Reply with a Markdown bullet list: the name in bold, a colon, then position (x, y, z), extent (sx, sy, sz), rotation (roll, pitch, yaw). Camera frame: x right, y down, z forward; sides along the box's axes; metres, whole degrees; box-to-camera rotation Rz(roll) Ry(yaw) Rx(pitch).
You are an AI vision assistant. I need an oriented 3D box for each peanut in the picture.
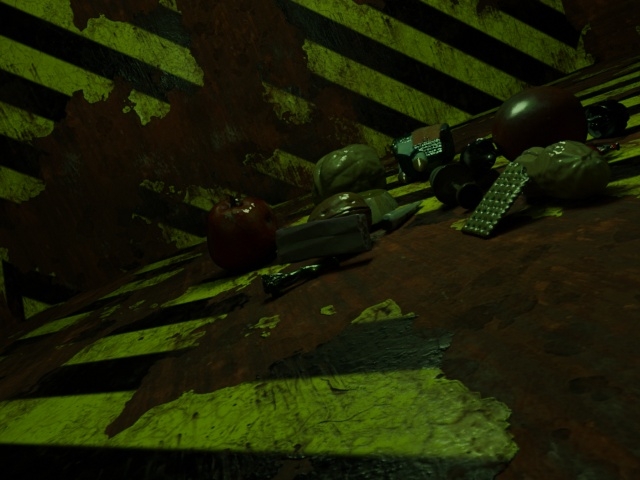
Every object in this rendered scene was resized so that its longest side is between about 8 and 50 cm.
- **peanut**: position (0.524, -0.154, 1.254), extent (0.130, 0.130, 0.290), rotation (-25, 9, -10)

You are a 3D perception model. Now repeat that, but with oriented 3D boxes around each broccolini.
- **broccolini**: position (-0.048, 0.093, 1.476), extent (0.216, 0.067, 0.058), rotation (-16, 13, -9)

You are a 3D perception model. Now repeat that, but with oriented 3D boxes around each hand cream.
- **hand cream**: position (0.243, -0.080, 1.701), extent (0.080, 0.050, 0.234), rotation (-23, 5, 36)

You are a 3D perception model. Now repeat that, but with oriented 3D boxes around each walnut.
- **walnut**: position (0.104, -0.214, 2.054), extent (0.276, 0.254, 0.282), rotation (-27, 10, -32)
- **walnut**: position (0.055, -0.045, 1.595), extent (0.207, 0.167, 0.167), rotation (-32, 7, 23)

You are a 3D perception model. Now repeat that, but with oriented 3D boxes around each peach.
- **peach**: position (0.600, -0.309, 1.550), extent (0.252, 0.253, 0.252), rotation (-23, 11, 5)

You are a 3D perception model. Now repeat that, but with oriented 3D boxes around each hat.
- **hat**: position (0.501, -0.175, 1.643), extent (0.058, 0.042, 0.087), rotation (-21, -24, -18)

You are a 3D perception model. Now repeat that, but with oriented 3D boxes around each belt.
- **belt**: position (0.822, -0.349, 1.616), extent (0.058, 0.105, 0.140), rotation (-26, 1, -10)

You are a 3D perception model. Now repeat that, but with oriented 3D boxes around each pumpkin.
- **pumpkin**: position (0.142, -0.104, 1.808), extent (0.217, 0.110, 0.217), rotation (-25, 4, 2)

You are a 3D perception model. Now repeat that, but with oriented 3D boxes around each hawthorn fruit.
- **hawthorn fruit**: position (-0.279, -0.034, 1.972), extent (0.275, 0.300, 0.275), rotation (-8, 33, 6)

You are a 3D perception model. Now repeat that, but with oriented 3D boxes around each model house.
- **model house**: position (0.410, -0.324, 2.259), extent (0.252, 0.185, 0.291), rotation (-12, 28, 22)

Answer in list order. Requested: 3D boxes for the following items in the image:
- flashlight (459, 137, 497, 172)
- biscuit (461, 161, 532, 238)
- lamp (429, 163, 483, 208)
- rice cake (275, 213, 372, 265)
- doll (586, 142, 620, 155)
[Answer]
- **flashlight**: position (0.490, -0.258, 1.765), extent (0.103, 0.103, 0.424), rotation (-21, 1, 13)
- **biscuit**: position (0.402, -0.093, 1.257), extent (0.203, 0.016, 0.144), rotation (-53, 13, 1)
- **lamp**: position (0.378, -0.153, 1.571), extent (0.121, 0.121, 0.215), rotation (-23, 20, 1)
- **rice cake**: position (0.001, -0.002, 1.503), extent (0.297, 0.106, 0.050), rotation (-11, -7, 35)
- **doll**: position (0.668, -0.211, 1.395), extent (0.169, 0.057, 0.109), rotation (-27, 15, -16)
